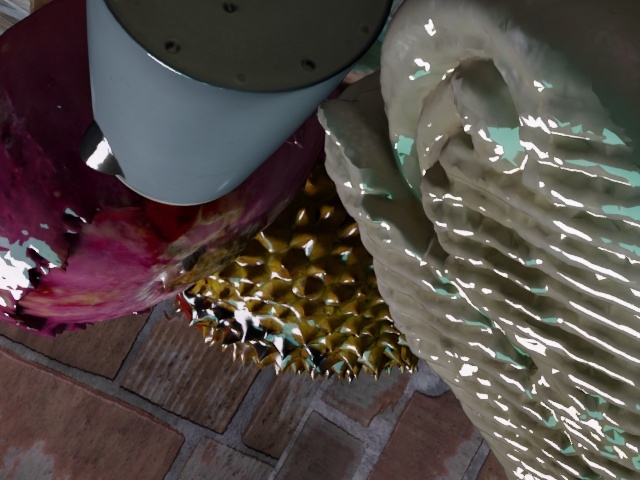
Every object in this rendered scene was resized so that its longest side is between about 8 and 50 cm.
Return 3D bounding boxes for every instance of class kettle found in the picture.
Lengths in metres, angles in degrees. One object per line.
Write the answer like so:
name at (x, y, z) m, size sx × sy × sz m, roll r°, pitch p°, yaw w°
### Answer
kettle at (-0.045, -0.125, 0.743) m, size 0.160 × 0.210 × 0.243 m, roll 57°, pitch 159°, yaw 7°

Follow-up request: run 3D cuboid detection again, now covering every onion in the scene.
onion at (-0.174, -0.088, 1.027) m, size 0.345 × 0.358 × 0.358 m, roll 34°, pitch 179°, yaw 22°

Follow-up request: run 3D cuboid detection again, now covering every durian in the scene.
durian at (0.002, 0.002, 1.337) m, size 0.384 × 0.347 × 0.347 m, roll -8°, pitch 159°, yaw 25°

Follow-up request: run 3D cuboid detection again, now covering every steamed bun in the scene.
steamed bun at (0.172, -0.004, 0.578) m, size 0.324 × 0.219 × 0.310 m, roll 54°, pitch 160°, yaw -2°
